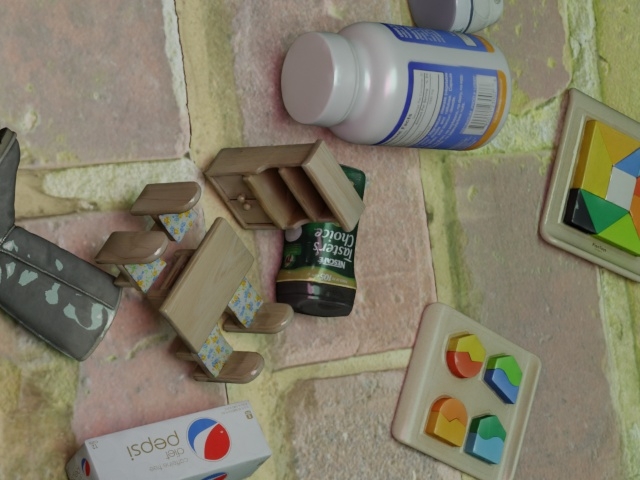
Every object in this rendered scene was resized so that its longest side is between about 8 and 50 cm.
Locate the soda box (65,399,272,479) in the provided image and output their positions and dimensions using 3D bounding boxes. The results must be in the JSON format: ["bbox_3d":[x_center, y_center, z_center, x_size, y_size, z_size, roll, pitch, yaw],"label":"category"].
[{"bbox_3d":[-0.166,0.243,1.636,0.216,0.069,0.074,-10,64,-36],"label":"soda box"}]

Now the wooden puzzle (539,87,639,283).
[{"bbox_3d":[0.421,-0.078,2.130,0.221,0.044,0.239,21,73,-33],"label":"wooden puzzle"}]

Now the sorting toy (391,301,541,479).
[{"bbox_3d":[0.200,0.204,1.943,0.208,0.038,0.193,28,70,-31],"label":"sorting toy"}]

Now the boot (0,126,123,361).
[{"bbox_3d":[-0.297,0.006,1.574,0.208,0.076,0.190,28,82,-25],"label":"boot"}]

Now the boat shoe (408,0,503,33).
[{"bbox_3d":[0.186,-0.454,1.938,0.156,0.136,0.367,-14,96,-36],"label":"boat shoe"}]

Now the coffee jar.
[{"bbox_3d":[0.000,0.000,1.790,0.096,0.079,0.184,11,80,-35],"label":"coffee jar"}]

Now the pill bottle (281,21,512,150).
[{"bbox_3d":[0.092,-0.191,1.831,0.272,0.152,0.152,1,85,-36],"label":"pill bottle"}]

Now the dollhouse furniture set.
[{"bbox_3d":[-0.085,0.011,1.648,0.212,0.161,0.242,55,50,-34],"label":"dollhouse furniture set"}]
